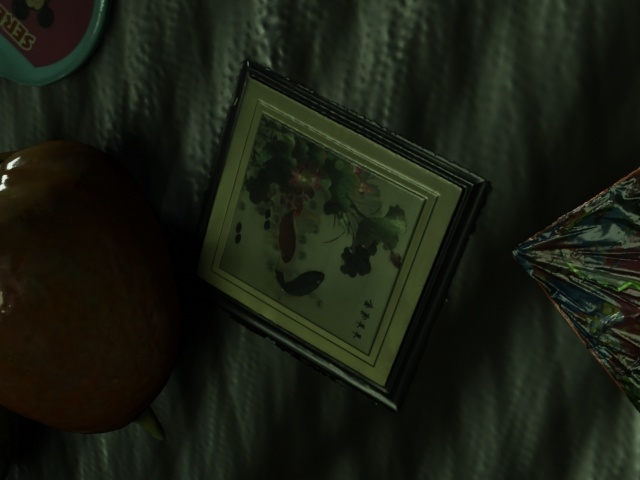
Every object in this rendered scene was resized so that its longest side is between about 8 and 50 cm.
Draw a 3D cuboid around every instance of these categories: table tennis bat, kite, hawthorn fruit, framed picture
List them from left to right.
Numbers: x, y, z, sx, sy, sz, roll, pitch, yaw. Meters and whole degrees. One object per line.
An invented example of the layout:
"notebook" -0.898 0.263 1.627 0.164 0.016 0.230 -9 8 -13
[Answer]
"table tennis bat" -0.241 -0.164 0.842 0.153 0.040 0.244 46 121 6
"hawthorn fruit" -0.184 0.054 0.815 0.199 0.199 0.251 -13 116 35
"framed picture" 0.000 0.000 0.774 0.199 0.010 0.195 29 122 18
"kite" 0.201 0.018 0.658 0.189 0.009 0.232 13 116 27

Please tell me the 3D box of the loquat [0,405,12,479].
"loquat" -0.359 0.145 0.956 0.179 0.179 0.227 -32 83 36
